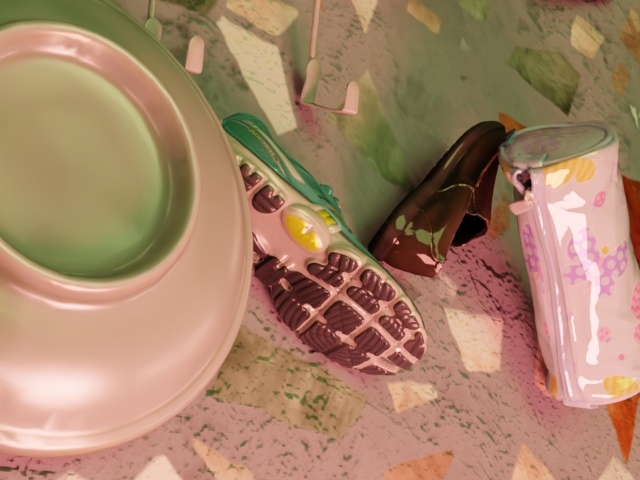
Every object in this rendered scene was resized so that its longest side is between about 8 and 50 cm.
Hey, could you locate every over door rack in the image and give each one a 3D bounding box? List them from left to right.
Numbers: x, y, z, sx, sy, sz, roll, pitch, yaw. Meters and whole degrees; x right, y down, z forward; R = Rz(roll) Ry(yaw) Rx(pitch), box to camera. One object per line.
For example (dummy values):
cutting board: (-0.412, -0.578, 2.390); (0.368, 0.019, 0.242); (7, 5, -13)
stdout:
over door rack: (-0.082, -0.279, 1.655); (0.239, 0.108, 0.324); (8, 77, -51)

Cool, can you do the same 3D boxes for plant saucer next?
plant saucer: (-0.201, -0.047, 1.358); (0.400, 0.100, 0.400); (17, 60, -30)

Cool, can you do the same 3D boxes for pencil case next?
pencil case: (0.245, 0.021, 1.768); (0.124, 0.114, 0.273); (-53, 134, -55)

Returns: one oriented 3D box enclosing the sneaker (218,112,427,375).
sneaker: (0.000, 0.000, 1.598); (0.275, 0.107, 0.110); (49, 33, -16)

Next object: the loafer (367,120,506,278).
loafer: (0.126, -0.031, 1.755); (0.078, 0.080, 0.220); (40, 51, 4)
